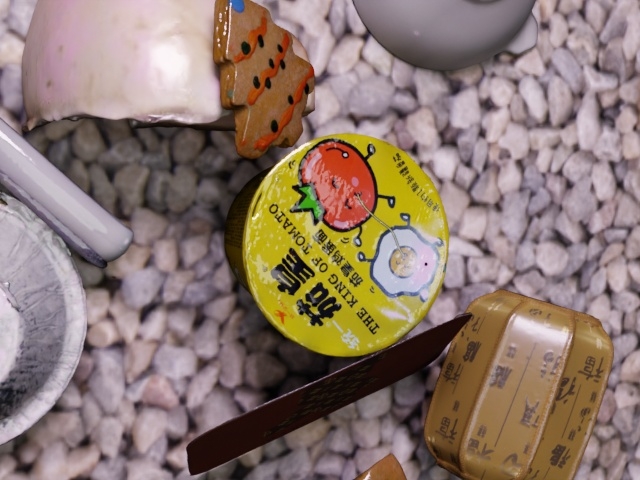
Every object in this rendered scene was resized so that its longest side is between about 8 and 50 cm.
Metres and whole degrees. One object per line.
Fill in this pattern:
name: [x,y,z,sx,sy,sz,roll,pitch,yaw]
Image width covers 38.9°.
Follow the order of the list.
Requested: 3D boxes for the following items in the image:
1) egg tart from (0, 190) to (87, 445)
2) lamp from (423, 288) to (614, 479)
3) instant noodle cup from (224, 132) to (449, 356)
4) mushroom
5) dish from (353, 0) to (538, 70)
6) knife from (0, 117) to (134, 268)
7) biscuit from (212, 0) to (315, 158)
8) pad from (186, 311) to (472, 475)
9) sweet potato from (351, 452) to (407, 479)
egg tart: [-0.301,0.067,0.718,0.234,0.094,0.234,-3,98,-20]
lamp: [0.190,0.148,0.873,0.161,0.161,0.185,18,88,-21]
instant noodle cup: [0.000,0.000,0.795,0.182,0.144,0.182,-2,94,-21]
mushroom: [-0.115,-0.174,0.726,0.236,0.162,0.173,-3,98,-22]
dish: [0.136,-0.277,0.849,0.236,0.086,0.228,10,91,-21]
knife: [-0.259,-0.078,0.731,0.265,0.073,0.040,44,88,-16]
biscuit: [-0.045,-0.128,0.685,0.130,0.019,0.119,62,41,-34]
pad: [0.006,0.139,0.803,0.267,0.181,0.004,-23,71,-16]
sweet potato: [0.059,0.324,0.882,0.097,0.097,0.252,-15,105,-18]
